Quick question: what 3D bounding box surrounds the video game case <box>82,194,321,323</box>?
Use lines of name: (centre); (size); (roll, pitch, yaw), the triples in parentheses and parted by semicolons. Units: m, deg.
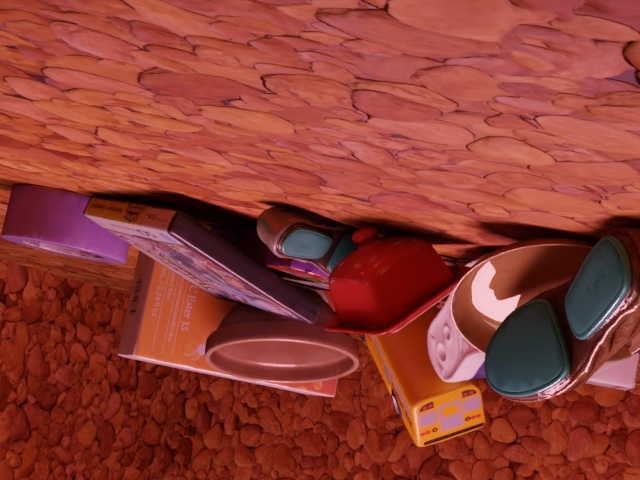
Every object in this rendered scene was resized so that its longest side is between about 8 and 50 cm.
video game case: (-0.168, 0.027, 1.868); (0.275, 0.035, 0.248); (36, 165, -35)

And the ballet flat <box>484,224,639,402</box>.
ballet flat: (0.293, 0.083, 1.400); (0.124, 0.116, 0.342); (-2, 151, -20)

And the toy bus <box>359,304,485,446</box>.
toy bus: (0.134, 0.157, 1.974); (0.108, 0.333, 0.130); (-19, 130, -6)

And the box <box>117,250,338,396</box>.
box: (-0.140, 0.124, 2.222); (0.345, 0.215, 0.168); (13, 173, -17)

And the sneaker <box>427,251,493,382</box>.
sneaker: (0.294, 0.085, 1.731); (0.236, 0.130, 0.323); (-10, 159, -21)

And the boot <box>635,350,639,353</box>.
boot: (0.505, 0.146, 2.023); (0.189, 0.076, 0.208); (11, 180, 18)

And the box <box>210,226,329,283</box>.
box: (-0.016, 0.031, 1.897); (0.201, 0.057, 0.293); (15, 174, -27)

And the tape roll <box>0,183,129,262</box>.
tape roll: (-0.376, -0.023, 1.988); (0.189, 0.080, 0.189); (11, 174, 1)

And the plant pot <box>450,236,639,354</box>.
plant pot: (0.265, 0.069, 1.498); (0.236, 0.032, 0.236); (5, 141, 4)

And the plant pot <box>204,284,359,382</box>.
plant pot: (-0.057, 0.138, 2.050); (0.237, 0.110, 0.237); (2, 157, 1)

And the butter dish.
butter dish: (0.076, 0.036, 1.643); (0.160, 0.118, 0.160); (-34, -164, -25)

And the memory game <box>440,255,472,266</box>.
memory game: (0.212, 0.045, 1.861); (0.186, 0.012, 0.186); (11, 173, 1)

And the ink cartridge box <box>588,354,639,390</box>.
ink cartridge box: (0.477, 0.215, 2.472); (0.212, 0.093, 0.154); (12, 174, 7)

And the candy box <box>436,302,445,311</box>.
candy box: (0.261, 0.174, 2.286); (0.159, 0.071, 0.233); (33, 168, -22)

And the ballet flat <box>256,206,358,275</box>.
ballet flat: (0.000, 0.000, 1.695); (0.213, 0.072, 0.068); (21, -164, -50)
